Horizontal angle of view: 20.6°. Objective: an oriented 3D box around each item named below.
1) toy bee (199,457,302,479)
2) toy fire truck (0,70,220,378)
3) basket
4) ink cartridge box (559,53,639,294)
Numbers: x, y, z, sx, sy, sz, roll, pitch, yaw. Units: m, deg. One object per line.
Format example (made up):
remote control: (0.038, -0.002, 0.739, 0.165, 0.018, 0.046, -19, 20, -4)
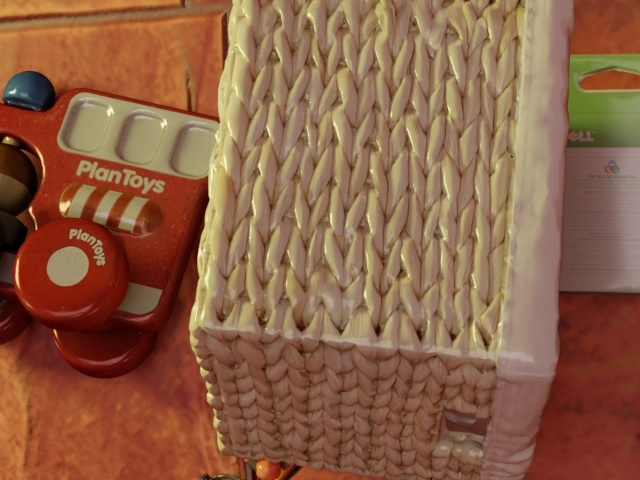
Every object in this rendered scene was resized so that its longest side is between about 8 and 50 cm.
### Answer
toy bee: (-0.006, 0.166, 1.561, 0.195, 0.162, 0.298, 21, 95, 11)
toy fire truck: (-0.250, -0.029, 1.639, 0.302, 0.169, 0.254, 14, 69, 13)
basket: (0.053, 0.004, 1.394, 0.266, 0.328, 0.331, 3, 66, 3)
ink cartridge box: (0.258, -0.057, 1.544, 0.109, 0.062, 0.209, 1, 90, 14)
